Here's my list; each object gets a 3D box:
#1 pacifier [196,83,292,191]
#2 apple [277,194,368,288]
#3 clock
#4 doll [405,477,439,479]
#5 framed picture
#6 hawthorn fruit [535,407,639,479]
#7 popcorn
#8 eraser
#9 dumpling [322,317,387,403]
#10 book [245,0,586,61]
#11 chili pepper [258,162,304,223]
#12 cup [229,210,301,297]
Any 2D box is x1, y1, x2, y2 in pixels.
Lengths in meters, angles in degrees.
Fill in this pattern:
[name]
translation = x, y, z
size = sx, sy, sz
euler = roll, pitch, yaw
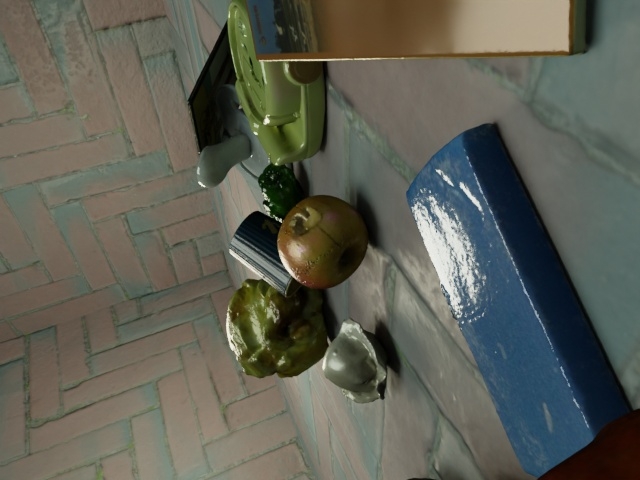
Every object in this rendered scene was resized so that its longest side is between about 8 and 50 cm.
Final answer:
[pacifier]
translation = -0.184, -0.189, 1.153
size = 0.227, 0.207, 0.279
euler = 44, 154, 26
[apple]
translation = 0.000, 0.000, 0.815
size = 0.146, 0.146, 0.147
euler = 162, 90, -75
[clock]
translation = -0.076, -0.294, 0.842
size = 0.308, 0.096, 0.235
euler = 94, 154, -52
[doll]
translation = 0.149, 0.582, 0.787
size = 0.382, 0.252, 0.379
euler = 56, 159, 29
[framed picture]
translation = -0.236, -0.322, 1.221
size = 0.244, 0.013, 0.324
euler = 93, -173, -53
[hawthorn fruit]
translation = 0.203, 0.185, 0.244
size = 0.202, 0.185, 0.185
euler = 28, 134, 64
[popcorn]
translation = -0.089, 0.198, 1.258
size = 0.276, 0.276, 0.226
euler = 91, -167, -51
[eraser]
translation = 0.169, 0.062, 0.476
size = 0.144, 0.042, 0.312
euler = 123, 127, -72
[dumpling]
translation = 0.070, 0.218, 0.921
size = 0.127, 0.108, 0.188
euler = 35, 134, 24
[book]
translation = 0.028, -0.277, 0.414
size = 0.374, 0.028, 0.263
euler = 22, 131, 48
[chili pepper]
translation = -0.080, -0.082, 1.136
size = 0.099, 0.083, 0.253
euler = 49, 167, 12
[cup]
translation = -0.088, 0.018, 1.109
size = 0.155, 0.176, 0.131
euler = 32, 110, 10
